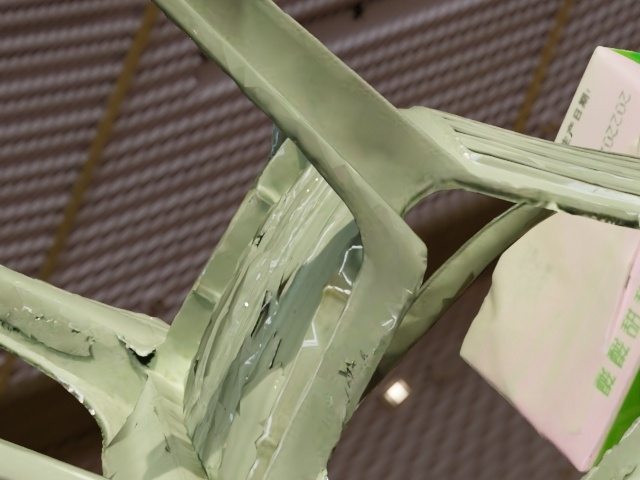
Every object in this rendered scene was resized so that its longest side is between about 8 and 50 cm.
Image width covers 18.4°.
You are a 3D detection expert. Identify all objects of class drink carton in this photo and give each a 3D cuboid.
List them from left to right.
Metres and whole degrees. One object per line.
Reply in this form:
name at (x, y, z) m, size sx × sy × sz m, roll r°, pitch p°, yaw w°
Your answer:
drink carton at (0.212, 0.024, 0.882) m, size 0.271 × 0.108 × 0.161 m, roll 9°, pitch -68°, yaw -34°

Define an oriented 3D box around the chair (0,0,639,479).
chair at (0.000, 0.000, 0.551) m, size 0.275 × 0.203 × 0.190 m, roll 31°, pitch -83°, yaw -20°
